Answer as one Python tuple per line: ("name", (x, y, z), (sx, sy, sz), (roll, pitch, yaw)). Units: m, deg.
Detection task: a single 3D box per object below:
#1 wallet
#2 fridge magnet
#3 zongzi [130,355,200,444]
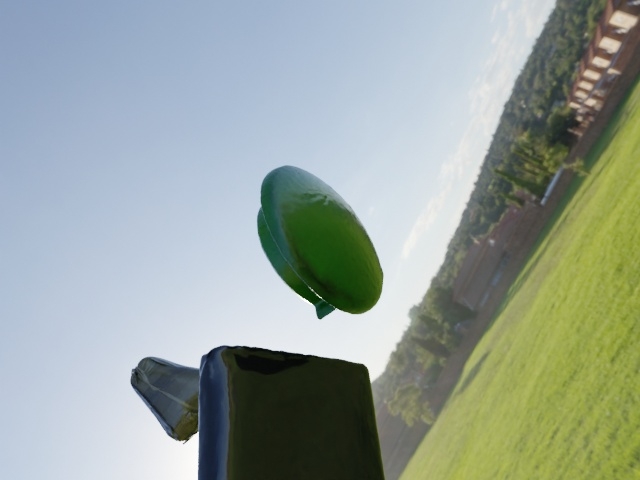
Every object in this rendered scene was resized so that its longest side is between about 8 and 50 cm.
("wallet", (-0.021, 0.314, 0.534), (0.062, 0.228, 0.406), (-44, 41, 44))
("fridge magnet", (0.000, 0.000, 0.642), (0.088, 0.208, 0.208), (-35, -3, 24))
("zongzi", (-0.275, 0.277, 1.063), (0.197, 0.194, 0.099), (-51, -17, 4))
